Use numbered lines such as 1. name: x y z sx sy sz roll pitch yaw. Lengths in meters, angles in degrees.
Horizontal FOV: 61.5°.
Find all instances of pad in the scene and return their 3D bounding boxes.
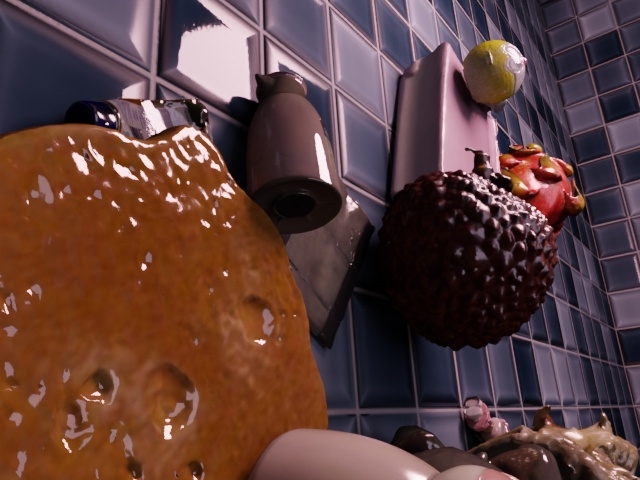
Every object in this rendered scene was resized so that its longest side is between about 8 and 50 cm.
1. pad: 0.001 0.000 0.710 0.174 0.022 0.233 53 40 -27

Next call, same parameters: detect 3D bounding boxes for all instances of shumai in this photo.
1. shumai: 0.404 0.419 0.860 0.262 0.267 0.314 -5 45 -51

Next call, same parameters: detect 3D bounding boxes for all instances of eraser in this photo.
1. eraser: 0.257 -0.167 1.060 0.272 0.122 0.360 38 46 -37

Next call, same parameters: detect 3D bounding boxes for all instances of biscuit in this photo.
1. biscuit: -0.133 0.091 0.440 0.365 0.062 0.386 -34 107 -56

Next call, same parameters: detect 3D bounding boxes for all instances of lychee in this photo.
1. lychee: 0.214 0.014 0.793 0.264 0.264 0.300 8 94 -53

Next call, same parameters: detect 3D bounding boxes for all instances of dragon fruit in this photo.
1. dragon fruit: 0.467 -0.085 1.258 0.307 0.243 0.228 -30 130 -18

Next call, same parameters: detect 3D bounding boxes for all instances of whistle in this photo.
1. whistle: 0.350 -0.315 1.061 0.223 0.122 0.123 23 57 -64

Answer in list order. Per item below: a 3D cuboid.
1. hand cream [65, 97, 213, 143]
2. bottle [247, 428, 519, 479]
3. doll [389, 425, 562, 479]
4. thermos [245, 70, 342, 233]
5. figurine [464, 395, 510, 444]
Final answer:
1. hand cream: -0.165 -0.111 0.515 0.163 0.038 0.062 -18 89 -62
2. bottle: 0.066 0.231 0.418 0.147 0.236 0.148 19 68 -58
3. doll: 0.130 0.413 0.598 0.382 0.252 0.379 -56 153 -45
4. thermos: -0.029 -0.109 0.648 0.137 0.105 0.193 27 43 -43
5. figurine: 0.294 0.327 0.962 0.129 0.054 0.072 47 33 -24
